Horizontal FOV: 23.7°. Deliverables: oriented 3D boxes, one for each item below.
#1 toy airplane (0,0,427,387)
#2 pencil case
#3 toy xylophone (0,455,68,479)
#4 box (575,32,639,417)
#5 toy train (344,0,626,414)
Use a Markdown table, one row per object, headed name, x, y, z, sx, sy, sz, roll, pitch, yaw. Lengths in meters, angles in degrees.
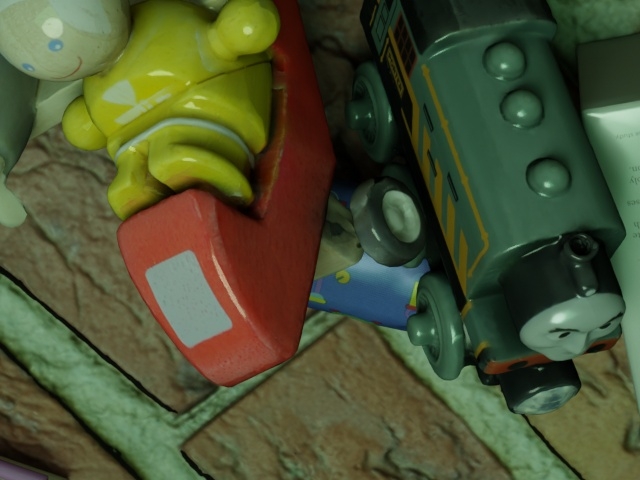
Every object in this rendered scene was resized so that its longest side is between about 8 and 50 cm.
| name | x | y | z | sx | sy | sz | roll | pitch | yaw |
| --- | --- | --- | --- | --- | --- | --- | --- | --- | --- |
| toy airplane | -0.095 | -0.150 | 0.980 | 0.384 | 0.272 | 0.386 | 35 | 105 | 40 |
| pencil case | 0.000 | 0.000 | 1.181 | 0.306 | 0.133 | 0.119 | 14 | 86 | 1 |
| toy xylophone | -0.348 | 0.307 | 1.392 | 0.236 | 0.081 | 0.322 | 12 | 115 | 4 |
| box | 0.323 | 0.018 | 1.114 | 0.215 | 0.168 | 0.345 | -10 | 111 | 12 |
| toy train | 0.111 | -0.053 | 1.037 | 0.142 | 0.334 | 0.190 | -10 | 155 | -13 |
